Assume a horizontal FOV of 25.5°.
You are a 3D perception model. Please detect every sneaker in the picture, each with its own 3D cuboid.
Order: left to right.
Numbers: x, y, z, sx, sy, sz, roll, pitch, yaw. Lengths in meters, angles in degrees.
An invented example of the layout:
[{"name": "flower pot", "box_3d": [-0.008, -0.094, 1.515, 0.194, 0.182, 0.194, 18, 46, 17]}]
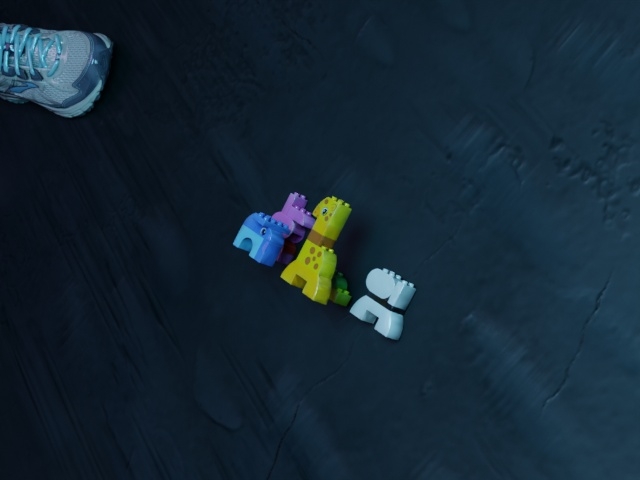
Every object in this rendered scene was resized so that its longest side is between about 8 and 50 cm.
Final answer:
[{"name": "sneaker", "box_3d": [-0.376, -0.224, 1.801, 0.283, 0.122, 0.110, 4, 78, 45]}]

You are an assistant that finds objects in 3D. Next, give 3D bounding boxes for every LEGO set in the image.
[{"name": "LEGO set", "box_3d": [0.000, 0.000, 1.375, 0.227, 0.087, 0.093, 33, 99, 45]}]
